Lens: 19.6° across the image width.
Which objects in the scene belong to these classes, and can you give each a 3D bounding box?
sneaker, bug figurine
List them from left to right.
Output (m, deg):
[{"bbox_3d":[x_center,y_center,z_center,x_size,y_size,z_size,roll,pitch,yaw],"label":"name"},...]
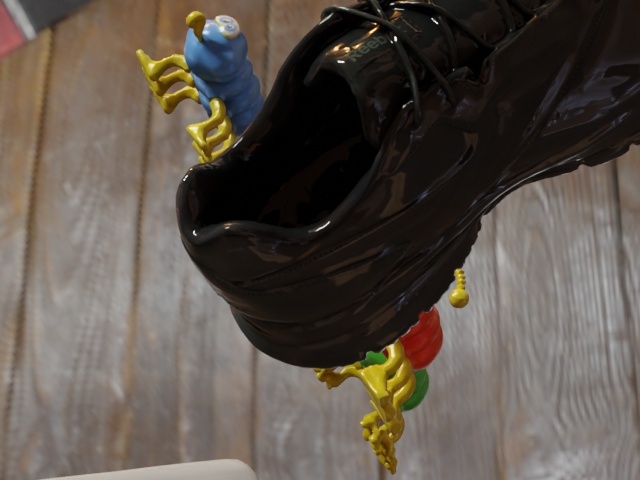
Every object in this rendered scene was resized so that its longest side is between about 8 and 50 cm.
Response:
[{"bbox_3d":[0.000,0.000,1.046,0.072,0.216,0.279,-31,59,-9],"label":"bug figurine"},{"bbox_3d":[0.060,-0.068,0.752,0.286,0.130,0.109,-47,60,0],"label":"sneaker"}]

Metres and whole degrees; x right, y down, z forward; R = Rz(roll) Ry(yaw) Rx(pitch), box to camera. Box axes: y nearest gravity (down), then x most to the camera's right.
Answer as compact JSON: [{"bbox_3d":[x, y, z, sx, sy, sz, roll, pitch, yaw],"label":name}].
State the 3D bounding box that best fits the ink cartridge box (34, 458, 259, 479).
[{"bbox_3d":[-0.119,0.220,0.482,0.385,0.091,0.308,-2,52,-41],"label":"ink cartridge box"}]
